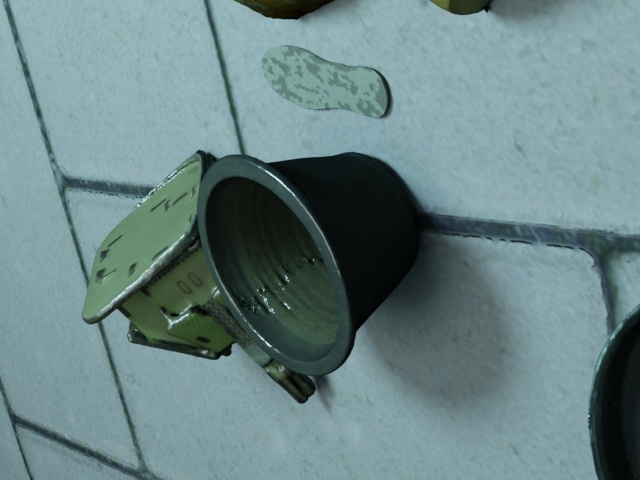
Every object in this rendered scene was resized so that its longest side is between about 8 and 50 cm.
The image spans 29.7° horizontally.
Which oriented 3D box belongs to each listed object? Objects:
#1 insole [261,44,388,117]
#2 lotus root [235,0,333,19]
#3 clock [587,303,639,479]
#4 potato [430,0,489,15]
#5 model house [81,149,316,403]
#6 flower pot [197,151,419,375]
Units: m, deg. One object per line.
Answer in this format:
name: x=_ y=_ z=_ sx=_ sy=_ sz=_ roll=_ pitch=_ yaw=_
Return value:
insole: x=0.002 y=-0.163 z=1.237 sx=0.193 sy=0.006 sz=0.065 roll=19 pitch=124 yaw=46
lotus root: x=-0.054 y=-0.327 z=1.099 sx=0.210 sy=0.142 sz=0.314 roll=46 pitch=142 yaw=24
clock: x=0.376 y=0.188 z=0.901 sx=0.386 sy=0.076 sz=0.386 roll=30 pitch=132 yaw=40
potato: x=0.126 y=-0.278 z=0.933 sx=0.138 sy=0.098 sz=0.243 roll=61 pitch=144 yaw=9
model house: x=-0.118 y=0.073 z=1.451 sx=0.205 sy=0.218 sz=0.279 roll=-39 pitch=115 yaw=17
flower pot: x=0.000 y=0.000 z=1.214 sx=0.235 sy=0.148 sz=0.235 roll=32 pitch=137 yaw=36
